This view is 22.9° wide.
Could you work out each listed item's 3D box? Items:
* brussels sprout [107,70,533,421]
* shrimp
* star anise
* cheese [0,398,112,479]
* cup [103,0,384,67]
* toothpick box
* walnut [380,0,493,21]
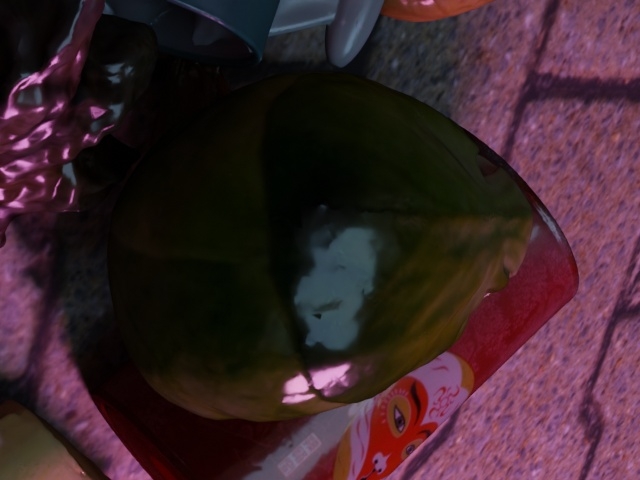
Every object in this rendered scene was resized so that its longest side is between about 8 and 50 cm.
[{"bbox_3d":[0.000,0.000,1.026,0.271,0.210,0.220,-9,90,-28],"label":"brussels sprout"},{"bbox_3d":[-0.090,-0.089,1.134,0.101,0.042,0.190,-36,138,-50],"label":"shrimp"},{"bbox_3d":[-0.228,-0.061,0.911,0.315,0.108,0.315,-26,165,-7],"label":"star anise"},{"bbox_3d":[-0.263,0.275,1.134,0.316,0.128,0.259,-44,139,-10],"label":"cheese"},{"bbox_3d":[-0.086,-0.214,0.973,0.299,0.167,0.173,20,83,-24],"label":"cup"},{"bbox_3d":[0.014,0.080,1.212,0.333,0.204,0.204,-41,136,-15],"label":"toothpick box"},{"bbox_3d":[0.090,-0.237,1.123,0.206,0.159,0.159,-26,131,-36],"label":"walnut"}]
